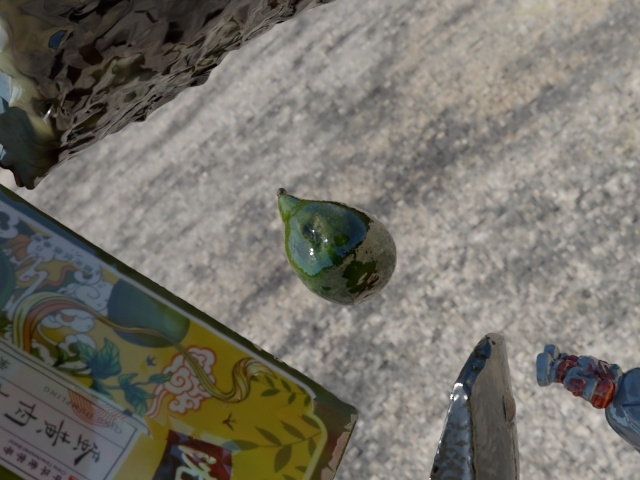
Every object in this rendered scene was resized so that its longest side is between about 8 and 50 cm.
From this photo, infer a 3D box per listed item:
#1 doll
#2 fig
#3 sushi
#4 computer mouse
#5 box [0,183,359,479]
[{"bbox_3d":[0.258,0.135,0.866,0.094,0.180,0.079,-23,-43,-66],"label":"doll"},{"bbox_3d":[0.000,0.000,1.175,0.177,0.117,0.117,30,71,35],"label":"fig"},{"bbox_3d":[-0.136,-0.221,0.639,0.294,0.281,0.299,-34,-13,-16],"label":"sushi"},{"bbox_3d":[0.168,0.241,1.116,0.087,0.295,0.168,16,22,19],"label":"computer mouse"},{"bbox_3d":[-0.215,0.157,0.728,0.138,0.420,0.373,-57,1,33],"label":"box"}]
